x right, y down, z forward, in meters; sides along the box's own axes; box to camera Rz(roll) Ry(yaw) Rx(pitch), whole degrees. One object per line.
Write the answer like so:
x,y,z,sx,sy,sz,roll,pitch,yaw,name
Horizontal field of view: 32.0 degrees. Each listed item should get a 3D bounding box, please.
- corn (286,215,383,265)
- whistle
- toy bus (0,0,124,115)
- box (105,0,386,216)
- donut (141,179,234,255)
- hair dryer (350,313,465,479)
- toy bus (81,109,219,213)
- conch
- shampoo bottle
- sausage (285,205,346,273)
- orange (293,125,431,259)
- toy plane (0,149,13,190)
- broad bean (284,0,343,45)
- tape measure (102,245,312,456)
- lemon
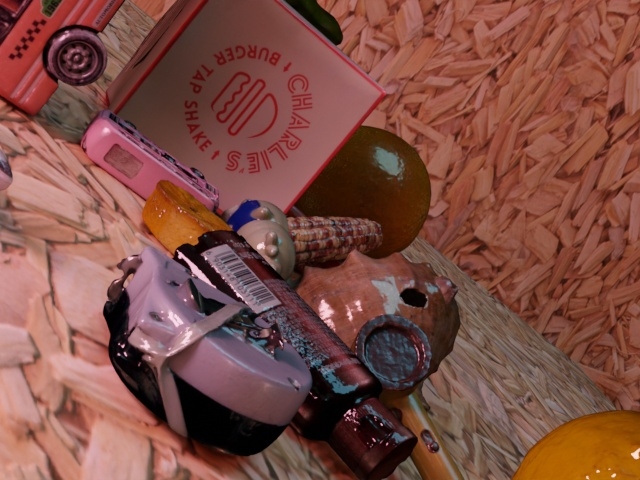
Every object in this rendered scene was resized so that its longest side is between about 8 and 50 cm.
0.000,0.000,1.724,0.237,0.079,0.079,-3,39,-42,corn
-0.089,0.000,1.522,0.092,0.110,0.244,2,23,-14,whistle
-0.314,-0.387,1.390,0.233,0.427,0.203,32,11,-30,toy bus
-0.135,-0.235,1.775,0.312,0.314,0.300,38,6,-21,box
-0.160,-0.012,1.399,0.152,0.058,0.152,40,8,-7,donut
0.110,0.231,1.253,0.279,0.090,0.135,61,-25,21,hair dryer
-0.227,-0.092,1.498,0.203,0.063,0.090,36,13,-18,toy bus
0.076,0.106,1.497,0.263,0.186,0.324,18,15,-19,conch
-0.031,0.121,1.192,0.323,0.084,0.129,45,29,24,shampoo bottle
-0.017,0.018,1.822,0.074,0.074,0.274,30,14,-51,sausage
0.073,-0.089,2.121,0.274,0.274,0.274,40,9,-7,orange
-0.345,-0.096,0.988,0.171,0.065,0.162,43,8,3,toy plane
-0.022,-0.374,1.810,0.065,0.046,0.254,49,9,24,broad bean
-0.096,0.100,0.969,0.181,0.107,0.182,30,10,-22,tape measure
0.315,0.311,1.166,0.285,0.285,0.316,43,-34,12,lemon
